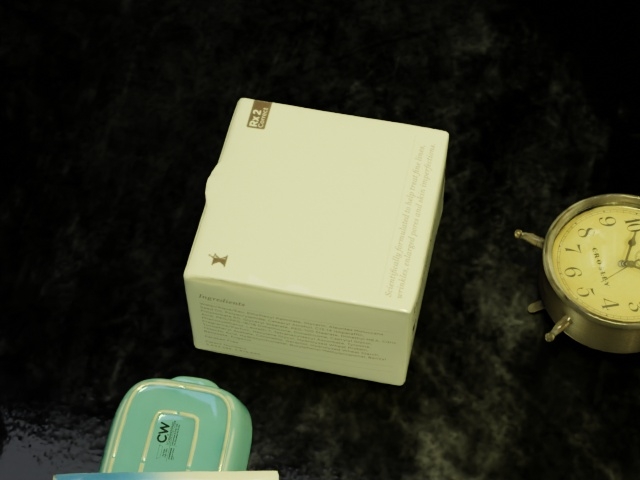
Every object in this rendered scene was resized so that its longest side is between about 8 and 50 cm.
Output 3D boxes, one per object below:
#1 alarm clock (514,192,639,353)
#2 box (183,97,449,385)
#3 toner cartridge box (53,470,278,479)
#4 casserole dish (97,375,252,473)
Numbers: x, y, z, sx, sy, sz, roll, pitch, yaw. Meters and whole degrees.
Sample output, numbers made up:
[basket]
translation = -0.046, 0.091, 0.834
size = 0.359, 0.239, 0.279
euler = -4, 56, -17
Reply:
[alarm clock]
translation = 0.263, 0.026, 1.393
size = 0.192, 0.064, 0.129
euler = -10, 57, -3
[box]
translation = 0.000, 0.000, 1.381
size = 0.182, 0.119, 0.181
euler = 10, 58, 7
[toner cartridge box]
translation = -0.109, 0.334, 1.167
size = 0.165, 0.075, 0.347
euler = -1, 64, -1
[casserole dish]
translation = -0.118, 0.180, 1.315
size = 0.114, 0.037, 0.188
euler = 8, 56, 6
